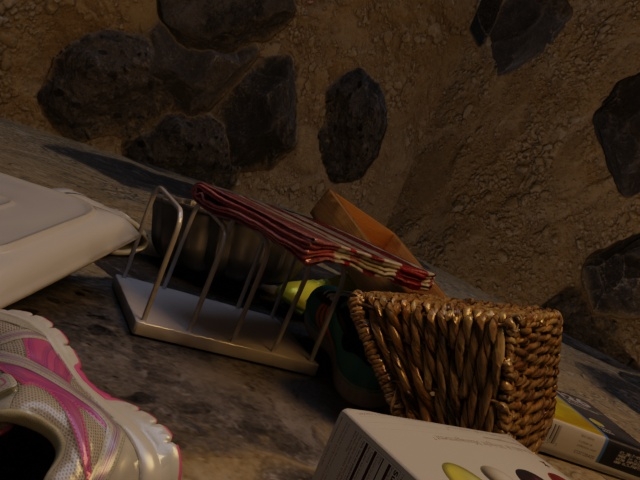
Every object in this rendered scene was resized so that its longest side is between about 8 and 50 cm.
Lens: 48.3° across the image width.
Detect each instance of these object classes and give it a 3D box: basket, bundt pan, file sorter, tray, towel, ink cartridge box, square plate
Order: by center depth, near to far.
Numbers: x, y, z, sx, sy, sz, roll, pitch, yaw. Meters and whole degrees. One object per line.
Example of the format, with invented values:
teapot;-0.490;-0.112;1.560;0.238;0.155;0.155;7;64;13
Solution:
square plate;-0.448;-0.032;0.874;0.344;0.049;0.347;18;17;8
basket;0.181;0.184;0.958;0.223;0.214;0.299;5;-1;28
towel;0.000;0.000;1.033;0.237;0.037;0.329;27;7;38
file sorter;-0.129;0.056;1.042;0.277;0.173;0.193;19;8;-28
ink cartridge box;0.379;0.293;1.267;0.303;0.072;0.307;20;9;-15
tray;0.127;0.059;1.342;0.202;0.076;0.411;33;15;-30
bundt pan;-0.174;0.004;1.368;0.330;0.124;0.331;13;2;0

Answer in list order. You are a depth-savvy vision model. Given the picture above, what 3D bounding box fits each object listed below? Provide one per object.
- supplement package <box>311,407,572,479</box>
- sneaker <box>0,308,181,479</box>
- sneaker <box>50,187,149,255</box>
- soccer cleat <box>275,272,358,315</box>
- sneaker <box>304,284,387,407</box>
supplement package;0.113;0.239;0.493;0.194;0.149;0.203;18;7;-35
sneaker;-0.222;0.124;0.511;0.252;0.103;0.111;25;6;25
sneaker;-0.382;-0.027;1.193;0.091;0.094;0.258;20;5;23
soccer cleat;0.030;0.102;1.391;0.289;0.121;0.093;16;10;-42
sneaker;0.052;0.124;1.101;0.108;0.121;0.302;6;21;-18
